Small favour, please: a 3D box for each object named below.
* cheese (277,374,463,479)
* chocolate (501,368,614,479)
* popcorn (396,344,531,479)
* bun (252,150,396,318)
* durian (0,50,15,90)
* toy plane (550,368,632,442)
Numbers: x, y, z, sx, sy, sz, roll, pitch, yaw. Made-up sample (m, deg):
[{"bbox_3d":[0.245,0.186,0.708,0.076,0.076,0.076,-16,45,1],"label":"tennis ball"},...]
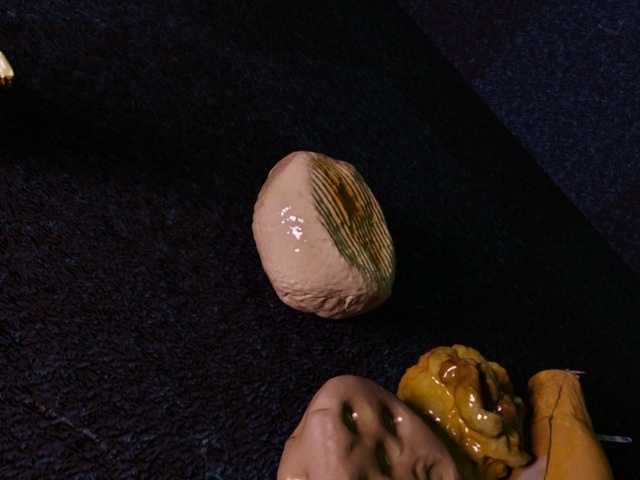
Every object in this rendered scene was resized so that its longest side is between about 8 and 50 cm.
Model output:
[{"bbox_3d":[0.047,0.261,0.610,0.218,0.117,0.235,0,54,-50],"label":"cheese"},{"bbox_3d":[0.295,0.343,0.754,0.162,0.162,0.445,39,34,-8],"label":"chocolate"},{"bbox_3d":[0.191,0.226,0.783,0.197,0.155,0.197,40,21,-19],"label":"popcorn"},{"bbox_3d":[0.000,0.000,0.820,0.244,0.153,0.243,31,45,-37],"label":"bun"},{"bbox_3d":[-0.467,-0.214,0.528,0.356,0.169,0.157,25,39,-30],"label":"durian"},{"bbox_3d":[0.392,0.322,0.979,0.182,0.107,0.273,-4,19,2],"label":"toy plane"}]
